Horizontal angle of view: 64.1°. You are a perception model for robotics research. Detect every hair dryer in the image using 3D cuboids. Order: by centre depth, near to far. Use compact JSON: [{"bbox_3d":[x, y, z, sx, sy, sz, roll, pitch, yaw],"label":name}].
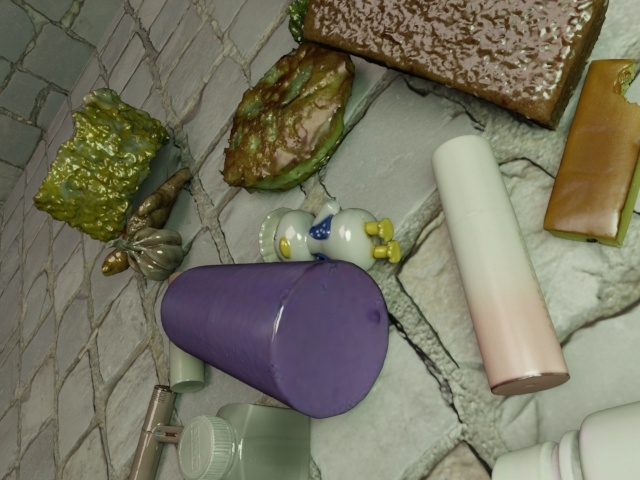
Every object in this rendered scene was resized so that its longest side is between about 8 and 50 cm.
[{"bbox_3d":[-0.282,0.408,1.009,0.220,0.054,0.195,4,76,40],"label":"hair dryer"}]

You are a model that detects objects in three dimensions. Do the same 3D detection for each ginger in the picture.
[{"bbox_3d":[-0.444,-0.040,1.313,0.333,0.080,0.166,-51,4,9],"label":"ginger"}]

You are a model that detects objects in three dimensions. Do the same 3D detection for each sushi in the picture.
[{"bbox_3d":[-0.572,-0.217,1.386,0.351,0.240,0.396,-59,22,12],"label":"sushi"}]

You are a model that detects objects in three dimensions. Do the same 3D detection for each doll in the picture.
[{"bbox_3d":[0.000,0.000,0.849,0.293,0.119,0.138,2,117,44],"label":"doll"}]

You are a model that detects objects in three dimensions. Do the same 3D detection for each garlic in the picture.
[{"bbox_3d":[-0.410,0.019,1.213,0.127,0.194,0.131,24,88,35],"label":"garlic"}]

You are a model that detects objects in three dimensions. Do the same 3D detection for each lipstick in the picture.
[{"bbox_3d":[0.214,0.019,0.642,0.087,0.087,0.326,-29,54,34],"label":"lipstick"},{"bbox_3d":[-0.287,0.189,1.088,0.070,0.070,0.254,-35,50,29],"label":"lipstick"}]

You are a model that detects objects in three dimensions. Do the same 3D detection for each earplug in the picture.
[{"bbox_3d":[-0.121,0.131,0.852,0.456,0.215,0.215,0,72,49],"label":"earplug"}]

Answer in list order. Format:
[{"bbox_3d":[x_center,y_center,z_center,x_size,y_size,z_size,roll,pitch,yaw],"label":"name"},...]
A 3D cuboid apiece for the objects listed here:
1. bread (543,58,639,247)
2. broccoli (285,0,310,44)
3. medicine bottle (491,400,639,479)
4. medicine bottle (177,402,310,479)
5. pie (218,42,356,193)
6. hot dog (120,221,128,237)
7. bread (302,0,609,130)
[{"bbox_3d":[0.337,-0.107,0.604,0.088,0.049,0.226,13,81,48],"label":"bread"},{"bbox_3d":[0.005,-0.536,1.060,0.302,0.186,0.254,21,127,48],"label":"broccoli"},{"bbox_3d":[0.300,0.209,0.404,0.293,0.170,0.170,-30,53,32],"label":"medicine bottle"},{"bbox_3d":[-0.107,0.312,0.759,0.088,0.188,0.132,-19,59,39],"label":"medicine bottle"},{"bbox_3d":[-0.066,-0.247,1.041,0.355,0.103,0.288,-35,50,24],"label":"pie"},{"bbox_3d":[-0.529,-0.035,1.469,0.133,0.041,0.056,-8,74,38],"label":"hot dog"},{"bbox_3d":[0.163,-0.305,0.722,0.416,0.113,0.165,31,110,28],"label":"bread"}]
